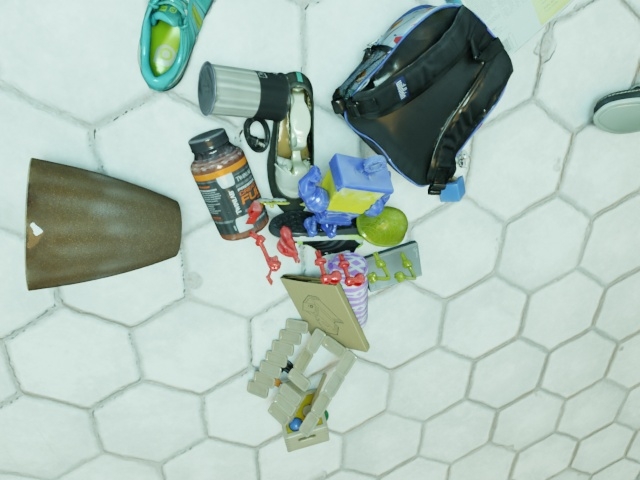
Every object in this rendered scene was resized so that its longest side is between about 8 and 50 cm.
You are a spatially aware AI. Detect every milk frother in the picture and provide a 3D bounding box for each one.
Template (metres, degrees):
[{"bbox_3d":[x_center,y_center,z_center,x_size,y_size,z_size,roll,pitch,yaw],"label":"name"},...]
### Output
[{"bbox_3d":[-0.140,-0.221,0.727,0.134,0.129,0.143,-5,110,-33],"label":"milk frother"}]

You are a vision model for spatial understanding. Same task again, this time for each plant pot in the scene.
[{"bbox_3d":[-0.373,-0.023,0.746,0.230,0.215,0.216,2,115,-31],"label":"plant pot"}]

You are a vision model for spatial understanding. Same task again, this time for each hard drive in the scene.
[{"bbox_3d":[0.171,0.061,1.006,0.135,0.022,0.094,-18,117,-6],"label":"hard drive"}]

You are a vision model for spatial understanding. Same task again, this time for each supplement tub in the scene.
[{"bbox_3d":[-0.175,-0.104,0.794,0.106,0.106,0.198,-21,118,-4],"label":"supplement tub"}]

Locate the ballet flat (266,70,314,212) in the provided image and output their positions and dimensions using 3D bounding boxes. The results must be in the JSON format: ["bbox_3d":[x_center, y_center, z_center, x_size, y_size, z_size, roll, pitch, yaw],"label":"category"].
[{"bbox_3d":[-0.053,-0.168,0.800,0.095,0.096,0.281,-6,116,-12],"label":"ballet flat"}]

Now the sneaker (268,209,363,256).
[{"bbox_3d":[0.000,0.000,0.888,0.234,0.084,0.097,1,127,-27],"label":"sneaker"}]

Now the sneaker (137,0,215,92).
[{"bbox_3d":[-0.220,-0.365,0.657,0.107,0.110,0.275,12,110,-19],"label":"sneaker"}]

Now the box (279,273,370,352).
[{"bbox_3d":[0.009,0.163,0.952,0.021,0.164,0.201,-49,126,-37],"label":"box"}]

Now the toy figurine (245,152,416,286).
[{"bbox_3d":[0.076,-0.053,0.741,0.362,0.191,0.217,4,143,-29],"label":"toy figurine"}]

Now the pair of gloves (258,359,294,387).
[{"bbox_3d":[-0.111,0.330,1.070,0.083,0.010,0.074,-46,115,7],"label":"pair of gloves"}]

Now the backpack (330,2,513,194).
[{"bbox_3d":[0.182,-0.266,0.751,0.276,0.213,0.263,35,111,-32],"label":"backpack"}]

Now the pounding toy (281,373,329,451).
[{"bbox_3d":[-0.033,0.438,1.084,0.141,0.130,0.100,-13,129,-8],"label":"pounding toy"}]

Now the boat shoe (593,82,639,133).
[{"bbox_3d":[0.732,-0.302,0.939,0.302,0.091,0.114,0,159,-15],"label":"boat shoe"}]

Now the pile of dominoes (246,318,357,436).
[{"bbox_3d":[-0.047,0.317,1.011,0.196,0.040,0.251,34,100,21],"label":"pile of dominoes"}]

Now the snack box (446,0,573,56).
[{"bbox_3d":[0.394,-0.503,0.773,0.322,0.060,0.187,-41,118,7],"label":"snack box"}]

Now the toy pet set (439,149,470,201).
[{"bbox_3d":[0.267,-0.141,0.910,0.122,0.065,0.114,-21,118,-3],"label":"toy pet set"}]

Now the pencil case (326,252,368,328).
[{"bbox_3d":[0.064,0.119,0.949,0.088,0.086,0.206,7,134,11],"label":"pencil case"}]
